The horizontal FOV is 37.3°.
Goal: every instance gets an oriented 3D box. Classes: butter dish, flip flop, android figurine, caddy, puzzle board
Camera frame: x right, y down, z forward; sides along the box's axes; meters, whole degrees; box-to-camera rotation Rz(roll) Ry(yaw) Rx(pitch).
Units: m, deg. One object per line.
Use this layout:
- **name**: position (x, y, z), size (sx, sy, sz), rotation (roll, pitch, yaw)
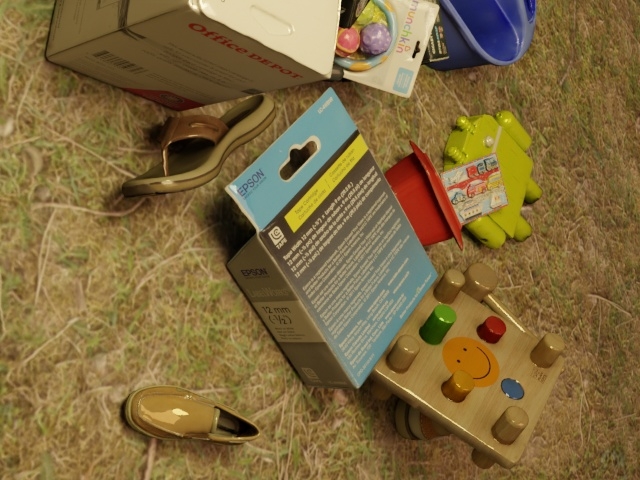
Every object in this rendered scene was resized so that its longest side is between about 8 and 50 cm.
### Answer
- **butter dish**: position (0.142, -0.055, 1.489), size (0.160, 0.118, 0.159), rotation (-99, 163, -67)
- **flip flop**: position (-0.155, -0.130, 1.189), size (0.277, 0.112, 0.080), rotation (-45, 123, -42)
- **android figurine**: position (0.309, -0.116, 1.698), size (0.273, 0.056, 0.248), rotation (41, 60, -38)
- **caddy**: position (0.234, -0.437, 1.555), size (0.341, 0.179, 0.241), rotation (46, 58, -33)
- **puzzle board**: position (0.264, -0.086, 1.609), size (0.128, 0.011, 0.096), rotation (-22, 101, -28)

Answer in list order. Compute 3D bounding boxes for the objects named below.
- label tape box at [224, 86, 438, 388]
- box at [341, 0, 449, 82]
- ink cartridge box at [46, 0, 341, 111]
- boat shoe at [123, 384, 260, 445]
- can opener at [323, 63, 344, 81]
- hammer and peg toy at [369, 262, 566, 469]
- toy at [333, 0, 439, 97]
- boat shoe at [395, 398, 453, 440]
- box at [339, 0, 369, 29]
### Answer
- **label tape box**: position (0.000, 0.000, 1.339), size (0.249, 0.115, 0.347), rotation (-50, 118, -35)
- **box**: position (0.088, -0.358, 1.403), size (0.051, 0.175, 0.220), rotation (-19, 101, -47)
- **ink cartridge box**: position (-0.145, -0.248, 1.084), size (0.207, 0.283, 0.117), rotation (18, 75, -43)
- **boat shoe**: position (-0.154, 0.221, 1.193), size (0.190, 0.072, 0.068), rotation (19, 74, -43)
- **can opener**: position (-0.058, -0.242, 1.285), size (0.186, 0.059, 0.073), rotation (12, 103, -10)
- **hammer and peg toy**: position (0.258, 0.166, 1.481), size (0.266, 0.127, 0.361), rotation (34, 43, 10)
- **toy**: position (0.033, -0.298, 1.311), size (0.237, 0.056, 0.136), rotation (18, 99, -1)
- **boat shoe**: position (0.258, 0.266, 1.584), size (0.302, 0.103, 0.113), rotation (-19, 101, -44)
- **box**: position (-0.029, -0.419, 1.256), size (0.270, 0.060, 0.216), rotation (27, 59, 7)
